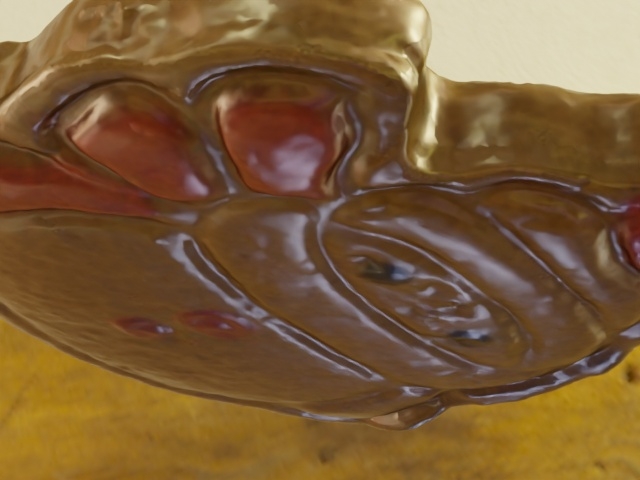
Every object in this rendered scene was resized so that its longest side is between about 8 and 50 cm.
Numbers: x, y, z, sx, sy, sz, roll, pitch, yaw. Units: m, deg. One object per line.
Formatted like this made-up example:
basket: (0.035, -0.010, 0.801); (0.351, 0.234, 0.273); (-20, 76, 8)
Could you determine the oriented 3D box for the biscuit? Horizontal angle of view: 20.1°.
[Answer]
biscuit: (0.000, 0.000, 0.805); (0.381, 0.074, 0.359); (-5, -26, 32)
